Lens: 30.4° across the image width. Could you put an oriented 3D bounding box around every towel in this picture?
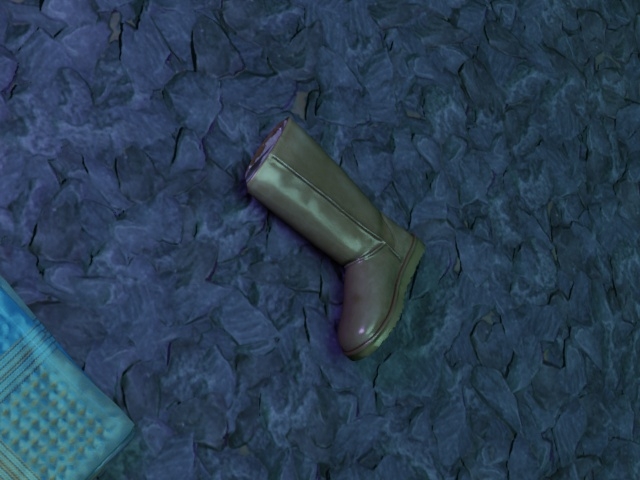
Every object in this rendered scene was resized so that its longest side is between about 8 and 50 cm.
[{"bbox_3d":[-0.409,0.234,1.262,0.271,0.040,0.370,51,56,-10],"label":"towel"}]

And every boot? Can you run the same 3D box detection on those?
[{"bbox_3d":[0.000,0.000,1.589,0.269,0.089,0.236,41,47,-18],"label":"boot"}]
